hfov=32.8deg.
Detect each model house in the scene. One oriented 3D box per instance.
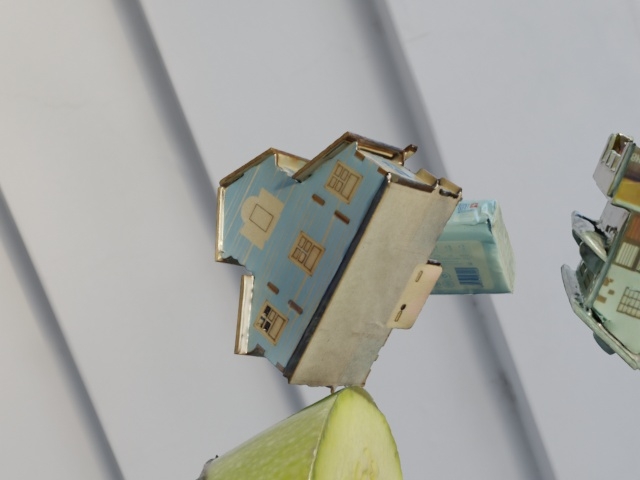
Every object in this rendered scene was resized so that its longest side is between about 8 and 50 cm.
[{"bbox_3d":[0.000,0.000,1.143,0.178,0.271,0.206,8,21,-48],"label":"model house"},{"bbox_3d":[0.369,0.014,1.179,0.198,0.215,0.224,22,12,3],"label":"model house"}]

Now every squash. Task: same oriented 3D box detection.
[{"bbox_3d":[0.011,0.234,0.807,0.133,0.220,0.220,-26,8,8],"label":"squash"}]

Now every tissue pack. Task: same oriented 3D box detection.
[{"bbox_3d":[0.180,0.012,1.803,0.263,0.177,0.089,-1,46,24],"label":"tissue pack"}]
